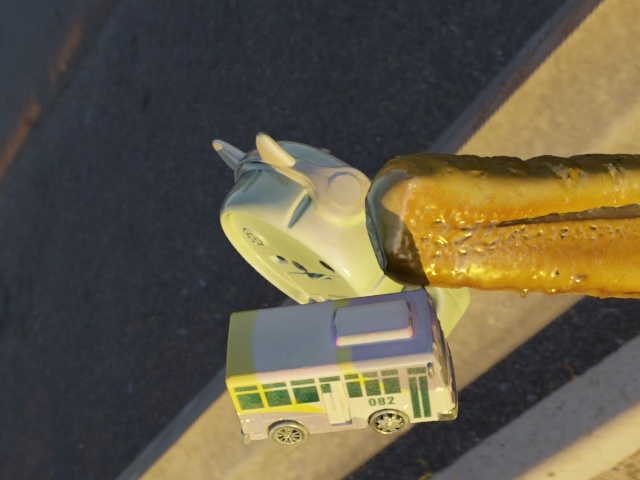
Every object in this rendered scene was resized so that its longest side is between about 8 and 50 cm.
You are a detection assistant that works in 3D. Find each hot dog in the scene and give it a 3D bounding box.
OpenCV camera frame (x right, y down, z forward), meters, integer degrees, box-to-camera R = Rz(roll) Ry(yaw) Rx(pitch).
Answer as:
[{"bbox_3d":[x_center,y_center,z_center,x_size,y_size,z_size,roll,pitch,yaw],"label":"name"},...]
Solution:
[{"bbox_3d":[0.159,-0.012,0.522,0.061,0.286,0.087,-128,45,-67],"label":"hot dog"}]

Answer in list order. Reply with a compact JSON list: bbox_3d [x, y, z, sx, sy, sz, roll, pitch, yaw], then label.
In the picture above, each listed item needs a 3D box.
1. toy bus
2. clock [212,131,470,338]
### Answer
[{"bbox_3d":[0.010,0.057,0.460,0.052,0.102,0.058,-90,-10,-47],"label":"toy bus"},{"bbox_3d":[0.000,0.000,1.163,0.108,0.324,0.265,-53,23,-18],"label":"clock"}]
